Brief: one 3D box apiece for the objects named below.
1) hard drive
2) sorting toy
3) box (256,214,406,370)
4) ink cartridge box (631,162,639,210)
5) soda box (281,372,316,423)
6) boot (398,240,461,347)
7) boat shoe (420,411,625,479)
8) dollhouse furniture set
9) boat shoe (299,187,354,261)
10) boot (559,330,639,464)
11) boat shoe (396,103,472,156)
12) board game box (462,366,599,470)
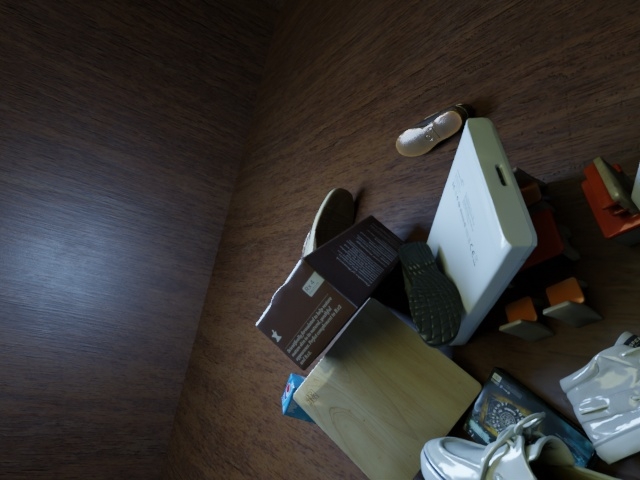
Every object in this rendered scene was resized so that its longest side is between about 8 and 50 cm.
[{"bbox_3d":[0.250,0.008,0.714,0.353,0.047,0.233,87,180,-57],"label":"hard drive"},{"bbox_3d":[0.127,0.294,0.814,0.257,0.089,0.256,38,88,24],"label":"sorting toy"},{"bbox_3d":[0.048,0.089,0.904,0.143,0.381,0.191,42,119,12],"label":"box"},{"bbox_3d":[0.473,-0.006,0.384,0.201,0.117,0.279,-19,51,17],"label":"ink cartridge box"},{"bbox_3d":[0.023,0.366,0.924,0.071,0.209,0.067,-142,73,-79],"label":"soda box"},{"bbox_3d":[0.207,0.129,0.778,0.083,0.161,0.247,-13,37,8],"label":"boot"},{"bbox_3d":[0.274,0.289,0.525,0.367,0.135,0.157,-4,88,60],"label":"boat shoe"},{"bbox_3d":[0.353,-0.009,0.655,0.259,0.135,0.262,-40,42,44],"label":"dollhouse furniture set"},{"bbox_3d":[0.000,0.000,1.285,0.123,0.123,0.343,27,104,60],"label":"boat shoe"},{"bbox_3d":[0.412,0.158,0.496,0.258,0.095,0.124,-52,41,34],"label":"boot"},{"bbox_3d":[0.276,-0.268,1.017,0.073,0.073,0.206,-44,17,-33],"label":"boat shoe"},{"bbox_3d":[0.318,0.304,0.649,0.186,0.026,0.126,40,109,59],"label":"board game box"}]
